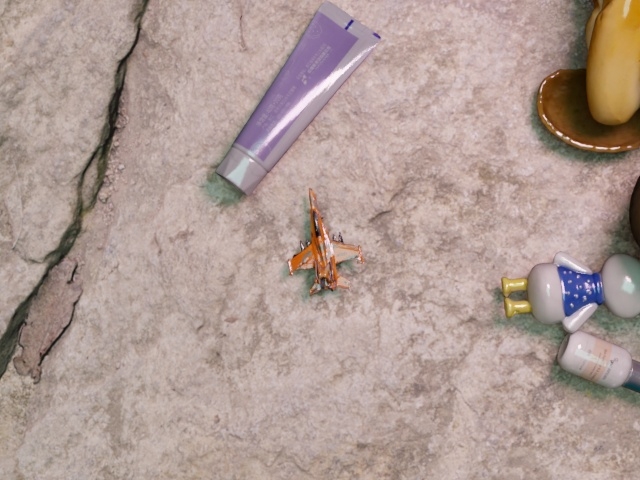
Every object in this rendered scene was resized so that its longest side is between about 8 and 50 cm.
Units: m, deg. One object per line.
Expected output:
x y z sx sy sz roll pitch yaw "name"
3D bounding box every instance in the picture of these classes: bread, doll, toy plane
0.561 -0.391 1.315 0.245 0.329 0.423 0 83 42 "bread"
0.452 0.080 1.365 0.293 0.119 0.138 -8 71 11 "doll"
0.002 0.002 1.446 0.135 0.062 0.188 -12 73 6 "toy plane"

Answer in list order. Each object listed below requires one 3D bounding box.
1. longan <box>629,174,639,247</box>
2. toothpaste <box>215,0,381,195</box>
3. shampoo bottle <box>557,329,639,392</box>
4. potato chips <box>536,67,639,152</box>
0.643 -0.051 1.246 0.350 0.288 0.288 -24 86 -16 "longan"
-0.046 -0.247 1.448 0.125 0.080 0.371 35 87 7 "toothpaste"
0.496 0.215 1.370 0.192 0.074 0.074 23 91 6 "shampoo bottle"
0.468 -0.217 1.397 0.202 0.049 0.150 2 81 6 "potato chips"
